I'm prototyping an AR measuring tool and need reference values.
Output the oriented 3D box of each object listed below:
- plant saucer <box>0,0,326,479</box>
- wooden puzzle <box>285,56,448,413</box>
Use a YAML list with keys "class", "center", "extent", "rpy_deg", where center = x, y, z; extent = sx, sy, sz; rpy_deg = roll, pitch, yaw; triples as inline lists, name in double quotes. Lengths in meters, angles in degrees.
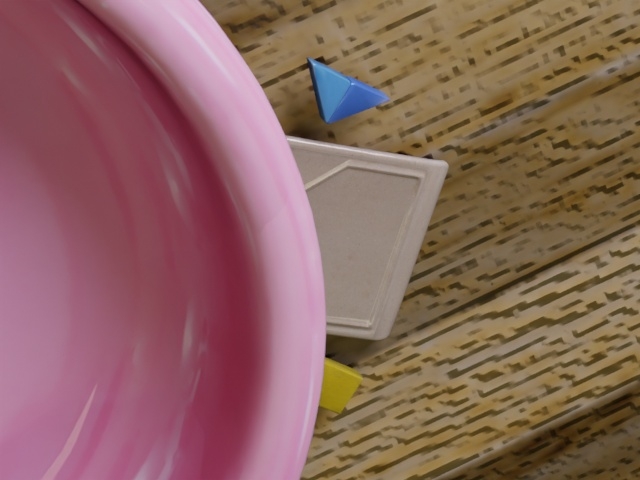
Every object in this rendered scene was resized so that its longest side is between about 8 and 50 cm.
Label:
- class: "plant saucer"
  center: [-0.167, 0.031, 0.502]
  extent: [0.332, 0.084, 0.332]
  rpy_deg: [-8, 118, -15]
- class: "wooden puzzle"
  center: [0.000, 0.000, 0.584]
  extent: [0.079, 0.014, 0.116]
  rpy_deg: [13, 112, -29]
